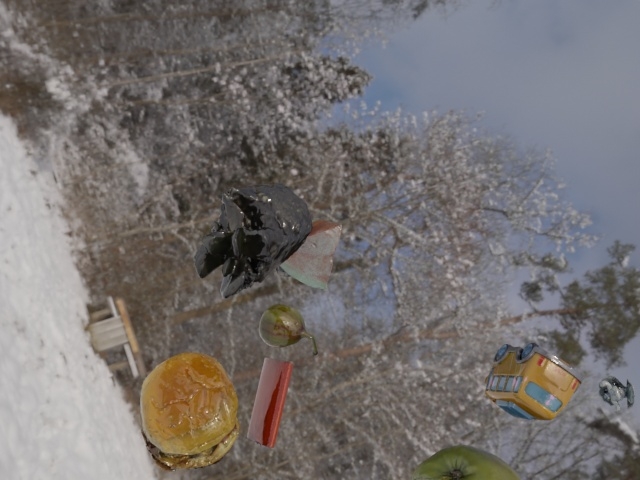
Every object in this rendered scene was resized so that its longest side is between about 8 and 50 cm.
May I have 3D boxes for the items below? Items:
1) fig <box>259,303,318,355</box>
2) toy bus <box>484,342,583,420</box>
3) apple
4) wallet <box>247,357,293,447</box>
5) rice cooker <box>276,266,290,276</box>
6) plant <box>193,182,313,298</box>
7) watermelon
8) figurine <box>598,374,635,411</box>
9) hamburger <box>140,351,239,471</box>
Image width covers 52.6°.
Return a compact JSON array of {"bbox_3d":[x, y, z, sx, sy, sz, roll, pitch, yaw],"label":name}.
[{"bbox_3d":[-0.108,0.285,2.080,0.186,0.142,0.147,13,-83,30],"label":"fig"},{"bbox_3d":[0.431,0.301,1.354,0.126,0.136,0.209,34,-15,-4],"label":"toy bus"},{"bbox_3d":[0.373,0.623,1.544,0.295,0.234,0.257,31,-35,59],"label":"apple"},{"bbox_3d":[-0.121,0.392,1.579,0.142,0.045,0.204,-13,-118,63],"label":"wallet"},{"bbox_3d":[-0.081,0.033,2.159,0.142,0.118,0.203,-14,-126,33],"label":"rice cooker"},{"bbox_3d":[-0.161,-0.014,1.472,0.188,0.276,0.199,42,-45,11],"label":"plant"},{"bbox_3d":[-0.002,0.016,1.702,0.202,0.207,0.136,-7,-51,34],"label":"watermelon"},{"bbox_3d":[0.805,0.418,1.764,0.082,0.086,0.094,-6,95,-74],"label":"figurine"},{"bbox_3d":[-0.302,0.393,1.490,0.244,0.245,0.163,57,-34,31],"label":"hamburger"}]
